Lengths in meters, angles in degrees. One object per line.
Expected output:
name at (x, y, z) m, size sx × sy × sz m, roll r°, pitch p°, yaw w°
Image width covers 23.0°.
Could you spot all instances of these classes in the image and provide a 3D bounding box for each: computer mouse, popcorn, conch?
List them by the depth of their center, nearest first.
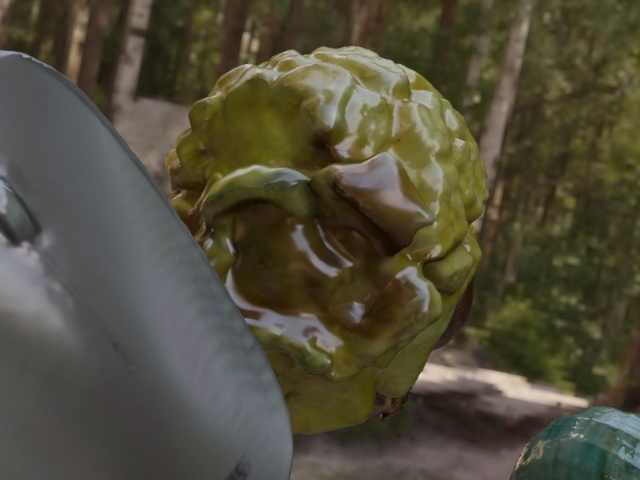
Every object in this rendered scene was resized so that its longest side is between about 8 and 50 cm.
computer mouse at (-0.130, 0.057, 0.838) m, size 0.095 × 0.331 × 0.197 m, roll -6°, pitch 32°, yaw 51°
popcorn at (0.000, 0.000, 1.091) m, size 0.224 × 0.258 × 0.270 m, roll 18°, pitch -37°, yaw -18°
conch at (0.253, 0.197, 1.262) m, size 0.202 × 0.134 × 0.196 m, roll -4°, pitch -5°, yaw -7°

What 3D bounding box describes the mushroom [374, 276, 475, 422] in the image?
mushroom at (0.029, 0.023, 1.481) m, size 0.163 × 0.278 × 0.297 m, roll -36°, pitch 11°, yaw -21°
